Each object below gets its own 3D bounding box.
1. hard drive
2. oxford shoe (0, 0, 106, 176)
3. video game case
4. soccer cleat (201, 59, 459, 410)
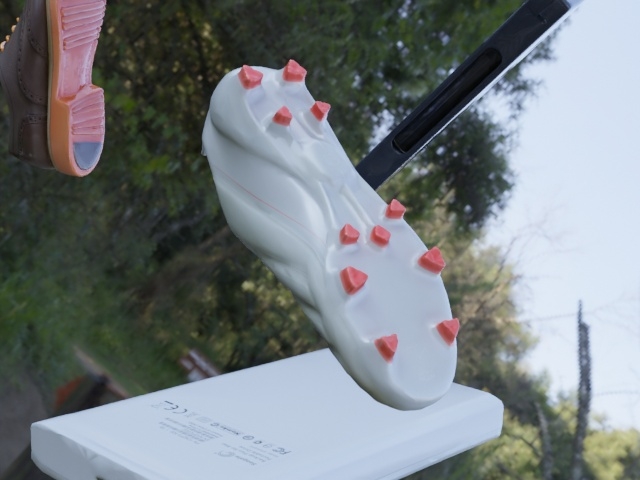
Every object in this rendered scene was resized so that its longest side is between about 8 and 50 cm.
[{"bbox_3d":[-0.031,0.145,0.723,0.203,0.040,0.308,11,12,43],"label":"hard drive"},{"bbox_3d":[-0.365,-0.266,1.228,0.133,0.363,0.130,9,16,14],"label":"oxford shoe"},{"bbox_3d":[0.152,-0.159,0.889,0.035,0.248,0.275,48,30,0],"label":"video game case"},{"bbox_3d":[0.000,0.000,0.449,0.196,0.068,0.076,61,-40,25],"label":"soccer cleat"}]
